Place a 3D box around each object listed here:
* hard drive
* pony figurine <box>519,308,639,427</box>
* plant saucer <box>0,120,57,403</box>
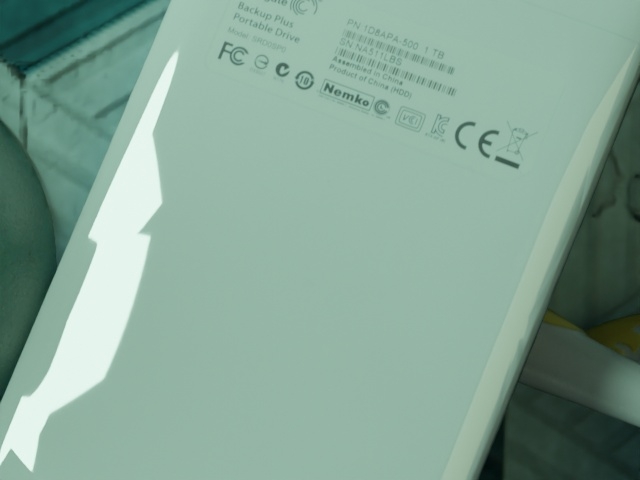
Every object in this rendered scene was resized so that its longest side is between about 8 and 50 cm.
[{"bbox_3d":[0.000,0.000,0.729,0.210,0.040,0.318,22,87,11],"label":"hard drive"},{"bbox_3d":[0.221,0.166,0.718,0.363,0.303,0.351,2,72,20],"label":"pony figurine"},{"bbox_3d":[-0.208,0.014,0.707,0.195,0.037,0.195,-2,96,-20],"label":"plant saucer"}]
